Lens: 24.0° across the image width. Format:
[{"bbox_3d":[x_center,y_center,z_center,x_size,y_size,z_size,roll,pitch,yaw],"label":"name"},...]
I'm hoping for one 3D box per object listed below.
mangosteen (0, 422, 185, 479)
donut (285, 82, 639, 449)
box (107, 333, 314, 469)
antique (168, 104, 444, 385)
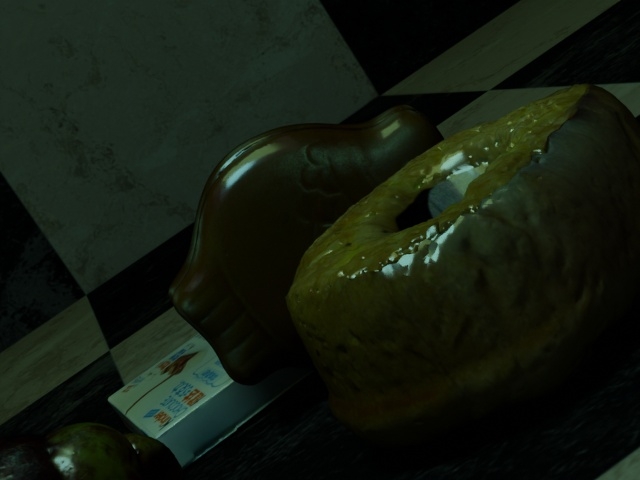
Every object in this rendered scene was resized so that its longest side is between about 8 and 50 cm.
[{"bbox_3d":[-0.167,0.210,0.950,0.210,0.210,0.210,-32,10,7],"label":"mangosteen"},{"bbox_3d":[0.122,0.015,1.107,0.299,0.150,0.317,-29,11,12],"label":"donut"},{"bbox_3d":[-0.075,0.116,1.508,0.265,0.048,0.273,-35,12,-12],"label":"box"},{"bbox_3d":[0.000,0.000,1.323,0.278,0.223,0.129,-45,11,-3],"label":"antique"}]
